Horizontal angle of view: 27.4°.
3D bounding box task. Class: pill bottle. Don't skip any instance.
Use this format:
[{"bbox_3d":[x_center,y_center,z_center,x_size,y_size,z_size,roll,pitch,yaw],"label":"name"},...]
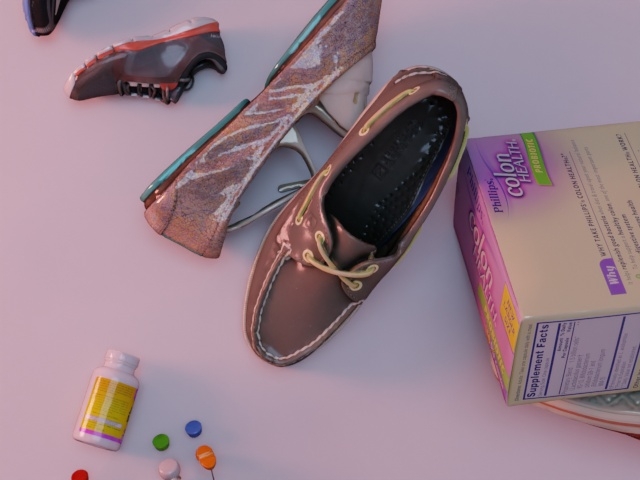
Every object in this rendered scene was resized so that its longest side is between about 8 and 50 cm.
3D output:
[{"bbox_3d":[-0.185,0.139,1.150,0.043,0.043,0.083,16,77,0],"label":"pill bottle"}]

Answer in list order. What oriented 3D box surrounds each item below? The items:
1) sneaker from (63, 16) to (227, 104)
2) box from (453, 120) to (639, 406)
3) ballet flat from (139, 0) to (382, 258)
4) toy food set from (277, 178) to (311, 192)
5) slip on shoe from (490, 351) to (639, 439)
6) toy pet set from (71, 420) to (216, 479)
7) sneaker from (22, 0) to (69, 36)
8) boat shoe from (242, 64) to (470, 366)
[{"bbox_3d":[-0.158,-0.154,1.214,0.157,0.061,0.065,-23,86,-8],"label":"sneaker"},{"bbox_3d":[0.256,0.012,1.127,0.242,0.117,0.214,-6,47,-6],"label":"box"},{"bbox_3d":[-0.025,-0.108,1.197,0.106,0.107,0.316,43,87,-2],"label":"ballet flat"},{"bbox_3d":[0.000,0.000,1.207,0.077,0.019,0.122,-11,78,-6],"label":"toy food set"},{"bbox_3d":[0.311,0.142,1.154,0.331,0.101,0.123,11,50,10],"label":"slip on shoe"},{"bbox_3d":[-0.138,0.236,1.136,0.122,0.065,0.114,-21,44,-11],"label":"toy pet set"},{"bbox_3d":[-0.214,-0.269,1.231,0.078,0.067,0.188,31,74,10],"label":"sneaker"},{"bbox_3d":[0.026,-0.015,1.134,0.109,0.091,0.305,32,99,-7],"label":"boat shoe"}]
